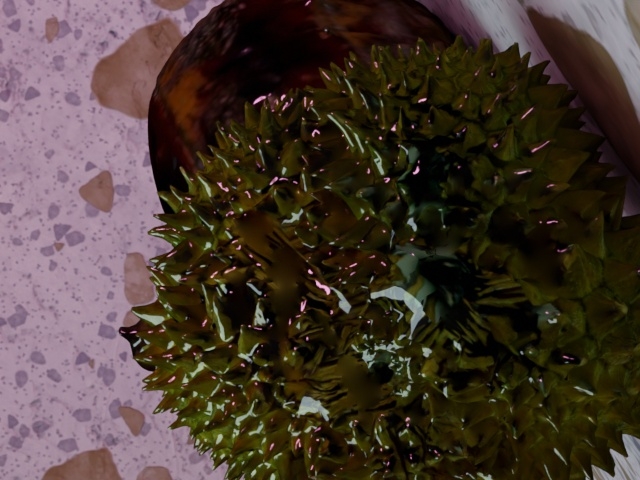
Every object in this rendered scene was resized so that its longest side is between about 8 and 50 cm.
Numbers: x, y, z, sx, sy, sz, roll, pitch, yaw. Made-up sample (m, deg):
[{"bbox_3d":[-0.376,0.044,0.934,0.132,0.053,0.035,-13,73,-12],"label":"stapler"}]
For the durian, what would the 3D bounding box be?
[{"bbox_3d":[0.053,0.025,0.907,0.224,0.291,0.291,17,-146,-53],"label":"durian"}]

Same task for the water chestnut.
[{"bbox_3d":[0.000,0.000,1.201,0.350,0.302,0.350,62,-179,-2],"label":"water chestnut"}]
